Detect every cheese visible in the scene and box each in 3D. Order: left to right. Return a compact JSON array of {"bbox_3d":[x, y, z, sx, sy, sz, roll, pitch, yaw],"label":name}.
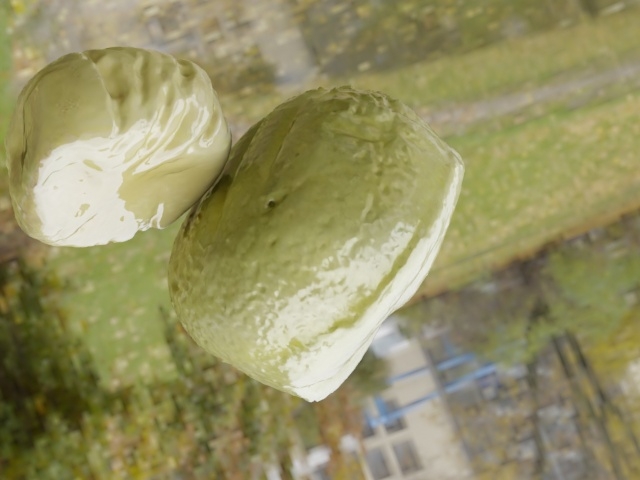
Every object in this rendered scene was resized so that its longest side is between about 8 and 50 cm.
[{"bbox_3d":[-0.196,-0.087,1.516,0.214,0.117,0.226,-5,145,-24],"label":"cheese"}]

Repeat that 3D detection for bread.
[{"bbox_3d":[-0.010,-0.006,1.582,0.320,0.237,0.320,-60,-174,10],"label":"bread"}]
